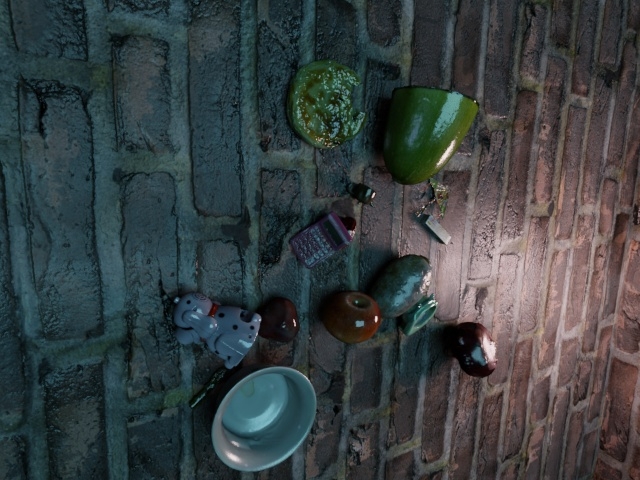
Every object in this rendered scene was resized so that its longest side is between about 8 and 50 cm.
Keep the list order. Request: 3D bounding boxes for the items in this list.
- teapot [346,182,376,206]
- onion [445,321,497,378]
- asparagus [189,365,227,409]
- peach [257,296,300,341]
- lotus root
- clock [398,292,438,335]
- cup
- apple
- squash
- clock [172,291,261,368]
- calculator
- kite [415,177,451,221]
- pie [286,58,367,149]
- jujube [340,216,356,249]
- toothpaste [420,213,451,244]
[{"bbox_3d":[0.147,-0.164,1.446,0.121,0.076,0.068,30,93,-2],"label":"teapot"},{"bbox_3d":[0.657,0.482,1.773,0.252,0.219,0.252,44,33,-38],"label":"onion"},{"bbox_3d":[-0.359,0.473,1.302,0.036,0.030,0.165,43,78,-17],"label":"asparagus"},{"bbox_3d":[-0.138,0.261,1.321,0.152,0.152,0.152,-5,101,-28],"label":"peach"},{"bbox_3d":[0.297,0.182,1.534,0.349,0.175,0.175,-45,117,-15],"label":"lotus root"},{"bbox_3d":[0.397,0.283,1.609,0.159,0.066,0.210,-28,146,-26],"label":"clock"},{"bbox_3d":[-0.202,0.546,1.325,0.347,0.163,0.346,-6,102,-27],"label":"cup"},{"bbox_3d":[0.108,0.275,1.429,0.201,0.201,0.162,-1,124,-29],"label":"apple"},{"bbox_3d":[0.362,-0.340,1.405,0.311,0.310,0.308,9,96,-30],"label":"squash"},{"bbox_3d":[-0.330,0.249,1.211,0.254,0.189,0.188,29,84,-17],"label":"clock"},{"bbox_3d":[0.000,0.000,1.375,0.191,0.034,0.126,-33,91,-1],"label":"calculator"},{"bbox_3d":[0.456,-0.165,1.628,0.244,0.006,0.198,-31,103,-32],"label":"kite"},{"bbox_3d":[0.023,-0.447,1.329,0.303,0.067,0.302,-7,103,-29],"label":"pie"},{"bbox_3d":[0.083,-0.027,1.432,0.077,0.077,0.129,42,75,-28],"label":"jujube"},{"bbox_3d":[0.482,-0.045,1.670,0.164,0.034,0.046,39,80,-28],"label":"toothpaste"}]
